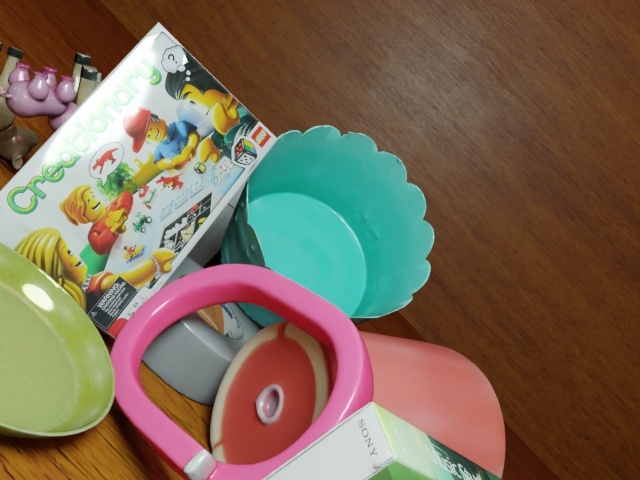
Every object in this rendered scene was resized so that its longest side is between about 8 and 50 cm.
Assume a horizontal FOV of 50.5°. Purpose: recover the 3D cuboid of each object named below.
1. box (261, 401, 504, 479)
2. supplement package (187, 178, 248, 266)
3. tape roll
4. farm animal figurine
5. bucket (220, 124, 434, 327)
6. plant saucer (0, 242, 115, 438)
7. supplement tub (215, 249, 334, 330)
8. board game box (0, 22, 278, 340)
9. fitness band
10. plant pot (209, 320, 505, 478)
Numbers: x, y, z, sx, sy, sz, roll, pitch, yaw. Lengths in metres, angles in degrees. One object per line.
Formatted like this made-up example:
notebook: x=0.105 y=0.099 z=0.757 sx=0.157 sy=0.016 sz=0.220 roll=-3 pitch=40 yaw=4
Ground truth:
box: x=0.051 y=0.278 z=0.611 sx=0.322 sy=0.232 sz=0.058 roll=39 pitch=17 yaw=-42
supplement package: x=-0.186 y=-0.089 z=1.132 sx=0.139 sy=0.244 sz=0.134 roll=41 pitch=10 yaw=-34
tape roll: x=-0.166 y=0.110 z=0.889 sx=0.219 sy=0.072 sz=0.219 roll=46 pitch=8 yaw=-8
farm animal figurine: x=-0.324 y=-0.148 z=0.914 sx=0.330 sy=0.172 sz=0.327 roll=17 pitch=17 yaw=-12
bucket: x=0.000 y=0.000 z=0.949 sx=0.281 sy=0.281 sz=0.183 roll=46 pitch=-32 yaw=-1
plant saucer: x=-0.283 y=0.079 z=0.580 sx=0.241 sy=0.037 sz=0.241 roll=45 pitch=9 yaw=-9
supplement tub: x=-0.077 y=0.038 z=1.204 sx=0.207 sy=0.207 sz=0.338 roll=41 pitch=9 yaw=-33
board game box: x=-0.210 y=-0.067 z=0.763 sx=0.193 sy=0.305 sz=0.053 roll=42 pitch=-19 yaw=-22
fitness band: x=-0.084 y=0.120 z=0.655 sx=0.291 sy=0.209 sz=0.054 roll=26 pitch=-31 yaw=42
plant pot: x=0.028 y=0.217 z=0.773 sx=0.243 sy=0.275 sz=0.275 roll=27 pitch=18 yaw=-36
